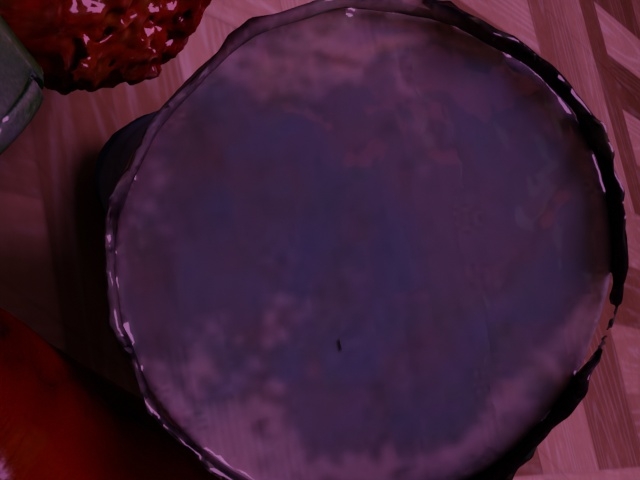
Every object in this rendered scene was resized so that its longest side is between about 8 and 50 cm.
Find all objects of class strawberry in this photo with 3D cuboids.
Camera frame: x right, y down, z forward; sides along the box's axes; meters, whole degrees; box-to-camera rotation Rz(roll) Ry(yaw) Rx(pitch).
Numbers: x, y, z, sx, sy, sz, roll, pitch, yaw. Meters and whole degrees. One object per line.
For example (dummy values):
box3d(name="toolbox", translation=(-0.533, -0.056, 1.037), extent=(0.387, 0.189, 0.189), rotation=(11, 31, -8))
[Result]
box3d(name="strawberry", translation=(-0.127, -0.154, 0.698), extent=(0.184, 0.187, 0.201), rotation=(23, 43, -14))

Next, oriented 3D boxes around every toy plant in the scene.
box3d(name="toy plant", translation=(0.000, 0.000, 0.755), extent=(0.332, 0.247, 0.247), rotation=(-163, -129, -80))

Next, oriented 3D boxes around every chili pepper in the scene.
box3d(name="chili pepper", translation=(-0.110, 0.098, 0.609), extent=(0.092, 0.137, 0.368), rotation=(-62, 146, -11))

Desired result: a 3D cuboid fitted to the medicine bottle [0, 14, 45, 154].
box3d(name="medicine bottle", translation=(-0.223, -0.133, 0.532), extent=(0.274, 0.133, 0.133), rotation=(55, 30, -31))
